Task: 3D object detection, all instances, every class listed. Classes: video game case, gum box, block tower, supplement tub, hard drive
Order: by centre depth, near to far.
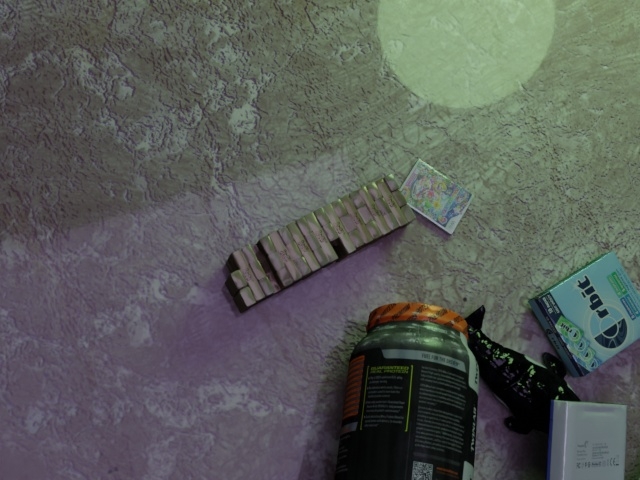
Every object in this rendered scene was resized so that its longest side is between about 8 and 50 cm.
[{"bbox_3d":[0.135,0.280,1.276,0.207,0.207,0.338,14,64,-9],"label":"supplement tub"},{"bbox_3d":[0.429,0.424,1.347,0.210,0.040,0.319,13,79,-44],"label":"hard drive"},{"bbox_3d":[0.000,0.000,1.381,0.335,0.097,0.091,-28,86,-17],"label":"block tower"},{"bbox_3d":[0.484,0.130,1.476,0.184,0.041,0.157,-29,86,-20],"label":"gum box"},{"bbox_3d":[0.203,-0.078,1.481,0.122,0.011,0.087,34,74,-4],"label":"video game case"}]

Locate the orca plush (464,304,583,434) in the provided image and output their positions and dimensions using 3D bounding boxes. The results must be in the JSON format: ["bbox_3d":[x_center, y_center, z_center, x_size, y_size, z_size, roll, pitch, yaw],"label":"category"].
[{"bbox_3d":[0.358,0.228,1.404,0.151,0.102,0.287,-34,87,-16],"label":"orca plush"}]

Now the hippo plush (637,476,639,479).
[{"bbox_3d":[0.674,0.392,1.353,0.234,0.236,0.294,31,69,-13],"label":"hippo plush"}]
